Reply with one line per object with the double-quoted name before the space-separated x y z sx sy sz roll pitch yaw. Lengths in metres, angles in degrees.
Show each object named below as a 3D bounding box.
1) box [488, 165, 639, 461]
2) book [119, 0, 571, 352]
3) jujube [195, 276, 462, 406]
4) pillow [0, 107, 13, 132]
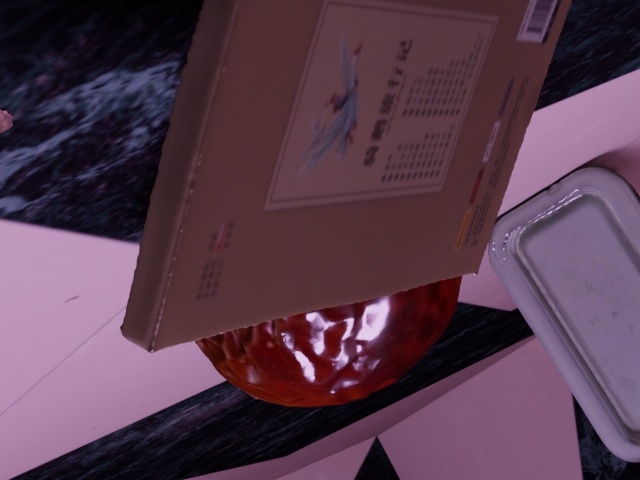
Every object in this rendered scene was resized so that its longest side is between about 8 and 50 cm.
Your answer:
"box" 0.347 0.070 1.556 0.175 0.312 0.182 -33 176 21
"book" 0.035 -0.069 0.654 0.310 0.021 0.217 -8 119 -57
"jujube" 0.000 0.000 0.843 0.190 0.190 0.255 -26 150 -13
"pillow" -0.213 -0.035 0.511 0.135 0.034 0.211 -29 166 9
